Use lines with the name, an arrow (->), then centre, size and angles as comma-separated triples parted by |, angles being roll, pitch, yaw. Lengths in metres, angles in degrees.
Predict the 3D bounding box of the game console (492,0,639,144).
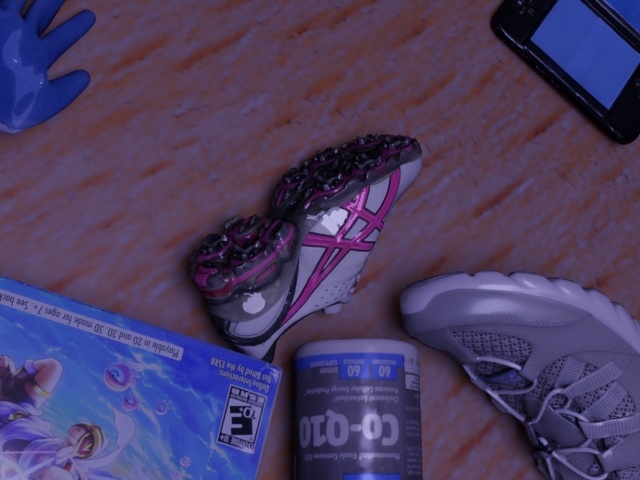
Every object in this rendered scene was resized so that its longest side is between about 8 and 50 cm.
game console -> 0.222, -0.166, 0.834 | 0.144, 0.085, 0.124 | 40, 64, -7

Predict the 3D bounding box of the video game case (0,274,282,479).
video game case -> -0.174, 0.147, 0.594 | 0.269, 0.061, 0.244 | 20, 71, -19

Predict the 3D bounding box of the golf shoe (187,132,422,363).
golf shoe -> 0.000, 0.000, 0.715 | 0.186, 0.067, 0.086 | -39, 122, -27

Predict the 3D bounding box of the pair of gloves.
pair of gloves -> -0.208, -0.138, 0.623 | 0.198, 0.023, 0.159 | 53, 42, -29

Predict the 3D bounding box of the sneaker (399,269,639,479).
sneaker -> 0.170, 0.109, 0.735 | 0.281, 0.105, 0.115 | 28, 67, -17

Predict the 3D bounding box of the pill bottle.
pill bottle -> 0.022, 0.131, 0.678 | 0.078, 0.078, 0.137 | 5, 75, -24
